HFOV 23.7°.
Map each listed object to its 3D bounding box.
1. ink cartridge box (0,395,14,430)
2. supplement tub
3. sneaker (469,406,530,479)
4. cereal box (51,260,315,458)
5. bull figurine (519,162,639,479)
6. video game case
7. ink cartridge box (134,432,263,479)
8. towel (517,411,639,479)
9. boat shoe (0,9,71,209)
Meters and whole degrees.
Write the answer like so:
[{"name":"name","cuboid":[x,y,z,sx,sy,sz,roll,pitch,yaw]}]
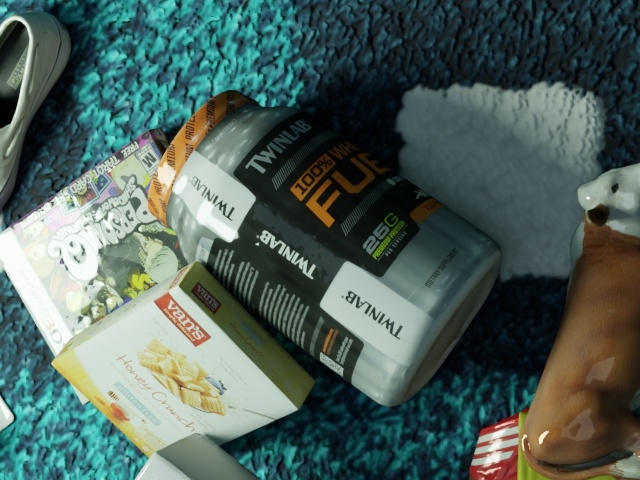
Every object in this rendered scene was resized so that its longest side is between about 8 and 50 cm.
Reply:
[{"name":"ink cartridge box","cuboid":[-0.444,0.214,1.706,0.180,0.060,0.104,-39,81,17]},{"name":"supplement tub","cuboid":[0.000,0.000,1.476,0.316,0.193,0.193,34,103,13]},{"name":"sneaker","cuboid":[0.248,0.225,1.467,0.221,0.087,0.128,7,97,17]},{"name":"cereal box","cuboid":[-0.141,0.132,1.526,0.173,0.047,0.240,46,137,-13]},{"name":"bull figurine","cuboid":[0.294,0.085,1.412,0.188,0.101,0.310,19,84,11]},{"name":"video game case","cuboid":[-0.212,0.029,1.627,0.232,0.042,0.210,-32,85,17]},{"name":"ink cartridge box","cuboid":[-0.136,0.431,1.457,0.285,0.166,0.395,35,95,9]},{"name":"towel","cuboid":[0.304,0.215,1.434,0.237,0.021,0.102,3,63,4]},{"name":"boat shoe","cuboid":[-0.358,-0.125,1.641,0.096,0.088,0.267,36,103,13]}]
